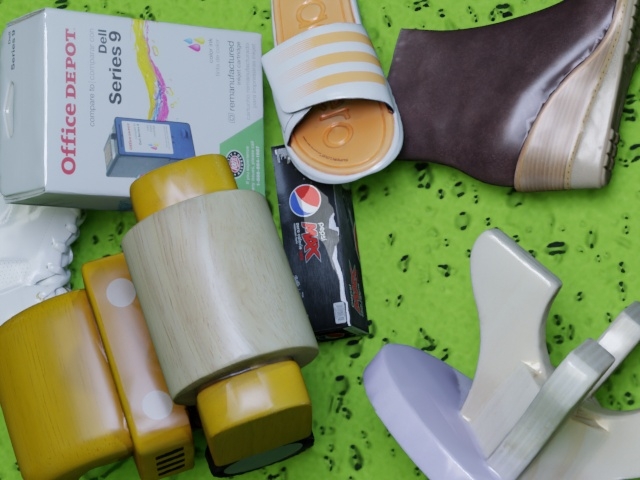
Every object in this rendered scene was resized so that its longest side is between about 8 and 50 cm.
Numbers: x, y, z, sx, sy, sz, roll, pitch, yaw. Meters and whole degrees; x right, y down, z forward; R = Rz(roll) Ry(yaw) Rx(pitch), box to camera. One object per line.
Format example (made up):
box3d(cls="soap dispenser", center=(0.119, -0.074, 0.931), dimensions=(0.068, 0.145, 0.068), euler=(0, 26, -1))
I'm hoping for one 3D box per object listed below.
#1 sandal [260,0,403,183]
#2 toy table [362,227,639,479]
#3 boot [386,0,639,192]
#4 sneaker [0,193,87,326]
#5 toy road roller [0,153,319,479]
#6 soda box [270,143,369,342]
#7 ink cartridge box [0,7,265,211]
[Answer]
box3d(cls="sandal", center=(-0.007, -0.163, 1.437), dimensions=(0.102, 0.076, 0.265), euler=(-22, 54, 9))
box3d(cls="toy table", center=(0.183, 0.132, 1.289), dimensions=(0.274, 0.252, 0.161), euler=(38, 109, 1))
box3d(cls="boot", center=(0.162, -0.167, 1.416), dimensions=(0.207, 0.090, 0.248), euler=(12, 81, 21))
box3d(cls="sneaker", center=(-0.236, 0.006, 1.514), dimensions=(0.292, 0.108, 0.169), euler=(-41, 84, 4))
box3d(cls="toy road roller", center=(-0.141, 0.094, 1.340), dimensions=(0.241, 0.329, 0.202), euler=(-18, 74, -9))
box3d(cls="soda box", center=(0.000, 0.000, 1.451), dimensions=(0.053, 0.060, 0.168), euler=(-10, 77, 16))
box3d(cls="ink cartridge box", center=(-0.158, -0.105, 1.431), dimensions=(0.093, 0.212, 0.154), euler=(-10, 79, 56))
